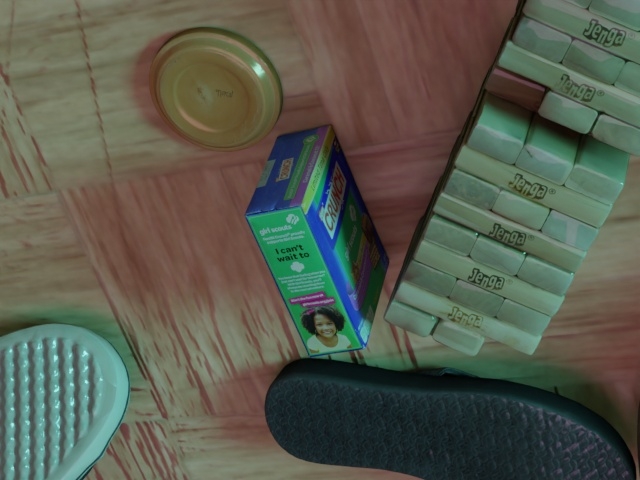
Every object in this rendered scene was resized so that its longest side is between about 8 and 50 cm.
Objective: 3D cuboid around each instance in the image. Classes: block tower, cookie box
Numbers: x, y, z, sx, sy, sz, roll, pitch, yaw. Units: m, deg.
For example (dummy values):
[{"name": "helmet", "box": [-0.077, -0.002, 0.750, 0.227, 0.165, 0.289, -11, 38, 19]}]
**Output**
[{"name": "block tower", "box": [0.135, -0.084, 0.837, 0.091, 0.097, 0.335, 22, 130, 0]}, {"name": "cookie box", "box": [0.000, 0.000, 0.939, 0.040, 0.092, 0.107, -12, 121, 21]}]

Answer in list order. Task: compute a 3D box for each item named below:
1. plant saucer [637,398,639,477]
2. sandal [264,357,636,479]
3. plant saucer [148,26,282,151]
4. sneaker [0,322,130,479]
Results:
[{"name": "plant saucer", "box": [0.286, 0.138, 0.882, 0.041, 0.278, 0.278, -7, 135, -29]}, {"name": "sandal", "box": [0.088, 0.119, 1.033, 0.254, 0.054, 0.097, 13, 121, 20]}, {"name": "plant saucer", "box": [-0.064, -0.089, 0.943, 0.083, 0.013, 0.083, 8, 127, 11]}, {"name": "sneaker", "box": [-0.254, 0.174, 1.136, 0.321, 0.127, 0.126, -38, 74, 12]}]
